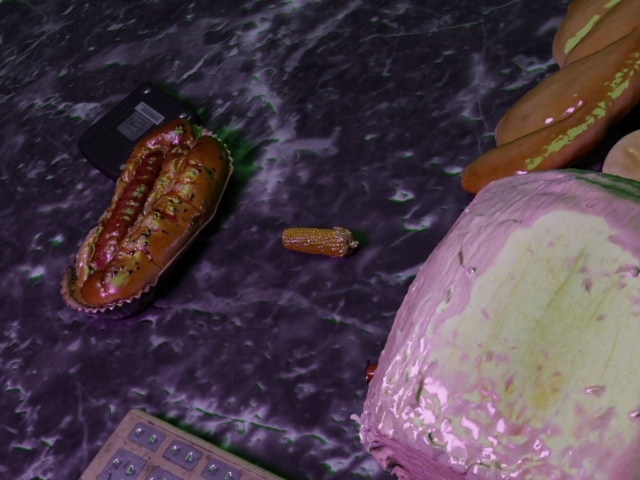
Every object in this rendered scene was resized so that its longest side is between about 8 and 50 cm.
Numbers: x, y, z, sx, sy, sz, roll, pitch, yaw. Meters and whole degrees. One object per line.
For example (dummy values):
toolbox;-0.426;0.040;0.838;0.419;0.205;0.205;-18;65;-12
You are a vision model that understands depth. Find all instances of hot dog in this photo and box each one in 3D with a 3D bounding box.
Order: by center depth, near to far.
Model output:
hot dog;-0.177;-0.023;1.175;0.131;0.069;0.253;8;57;31

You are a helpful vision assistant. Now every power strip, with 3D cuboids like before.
power strip;-0.092;0.220;0.939;0.268;0.034;0.092;17;60;37

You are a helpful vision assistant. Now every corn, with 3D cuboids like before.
corn;0.000;0.000;1.093;0.083;0.028;0.027;6;33;31

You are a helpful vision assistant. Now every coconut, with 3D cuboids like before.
coconut;0.185;0.088;0.742;0.297;0.297;0.255;20;74;38

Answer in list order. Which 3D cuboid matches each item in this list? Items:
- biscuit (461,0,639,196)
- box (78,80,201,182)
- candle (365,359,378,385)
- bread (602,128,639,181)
biscuit;0.252;-0.157;1.069;0.154;0.045;0.299;-2;48;53
box;-0.215;-0.126;1.317;0.125;0.027;0.126;-43;45;-13
candle;0.117;0.109;0.943;0.167;0.021;0.026;-7;28;23
bread;0.392;-0.058;0.929;0.316;0.054;0.316;-13;47;15
